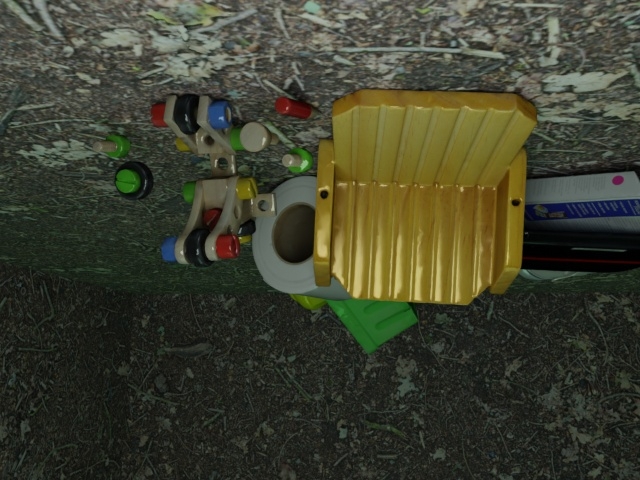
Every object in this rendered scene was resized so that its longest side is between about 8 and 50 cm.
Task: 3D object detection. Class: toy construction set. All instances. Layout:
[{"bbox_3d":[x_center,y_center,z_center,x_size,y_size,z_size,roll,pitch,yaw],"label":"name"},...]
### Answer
[{"bbox_3d":[-0.126,-0.114,0.997,0.309,0.257,0.237,-28,178,20],"label":"toy construction set"}]

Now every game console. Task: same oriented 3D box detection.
[{"bbox_3d":[0.536,0.017,1.371,0.387,0.060,0.342,2,169,0],"label":"game console"}]

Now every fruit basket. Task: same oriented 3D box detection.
[{"bbox_3d":[0.035,0.116,1.709,0.392,0.282,0.392,-2,137,-2],"label":"fruit basket"}]

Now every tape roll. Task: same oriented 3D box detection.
[{"bbox_3d":[0.000,0.000,1.345,0.246,0.246,0.169,-7,166,34],"label":"tape roll"}]

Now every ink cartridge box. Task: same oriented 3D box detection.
[{"bbox_3d":[0.529,-0.065,1.263,0.371,0.069,0.176,2,158,39],"label":"ink cartridge box"}]

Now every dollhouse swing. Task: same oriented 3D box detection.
[{"bbox_3d":[0.163,-0.048,1.024,0.347,0.314,0.305,3,179,2],"label":"dollhouse swing"}]

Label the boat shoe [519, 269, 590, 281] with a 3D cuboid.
[{"bbox_3d":[0.728,0.047,1.810,0.367,0.135,0.156,3,169,-27],"label":"boat shoe"}]
